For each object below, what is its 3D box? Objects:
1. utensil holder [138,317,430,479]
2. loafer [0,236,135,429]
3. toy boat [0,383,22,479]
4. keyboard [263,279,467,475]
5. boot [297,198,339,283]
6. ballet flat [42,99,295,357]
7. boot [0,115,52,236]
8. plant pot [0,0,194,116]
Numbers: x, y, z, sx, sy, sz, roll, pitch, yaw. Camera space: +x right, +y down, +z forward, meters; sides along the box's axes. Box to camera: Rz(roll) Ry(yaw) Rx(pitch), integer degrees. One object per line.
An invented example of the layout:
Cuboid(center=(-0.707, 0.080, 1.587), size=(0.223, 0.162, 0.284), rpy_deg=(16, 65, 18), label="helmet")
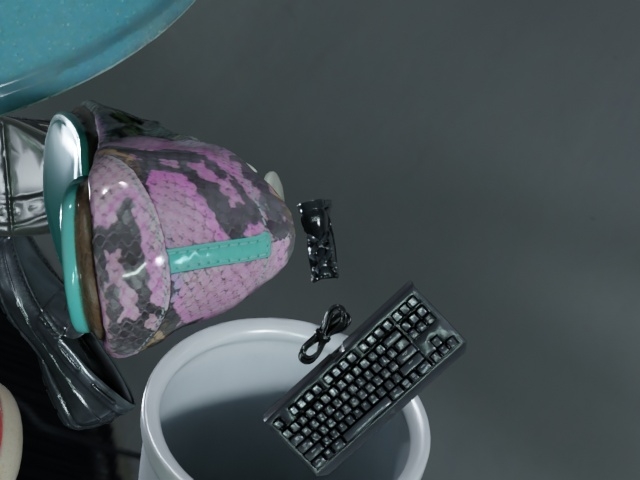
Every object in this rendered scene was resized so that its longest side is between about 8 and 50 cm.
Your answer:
Cuboid(center=(-0.068, 0.344, 1.468), size=(0.328, 0.327, 0.386), rpy_deg=(-121, 34, -46), label="utensil holder")
Cuboid(center=(-0.249, 0.079, 1.180), size=(0.078, 0.223, 0.076), rpy_deg=(-19, 15, 17), label="loafer")
Cuboid(center=(-0.405, 0.221, 1.194), size=(0.231, 0.151, 0.151), rpy_deg=(-48, 40, 7), label="toy boat")
Cuboid(center=(0.029, 0.113, 1.060), size=(0.180, 0.108, 0.023), rpy_deg=(-43, -2, 9), label="keyboard")
Cuboid(center=(0.001, 0.000, 1.506), size=(0.045, 0.121, 0.099), rpy_deg=(-12, 90, 3), label="boot")
Cuboid(center=(-0.054, -0.009, 0.422), size=(0.221, 0.079, 0.077), rpy_deg=(-151, 58, -73), label="ballet flat")
Cuboid(center=(-0.221, -0.057, 0.949), size=(0.178, 0.236, 0.085), rpy_deg=(-150, 69, -68), label="boot")
Cuboid(center=(-0.178, -0.214, 0.418), size=(0.271, 0.255, 0.272), rpy_deg=(-2, 45, 2), label="plant pot")
